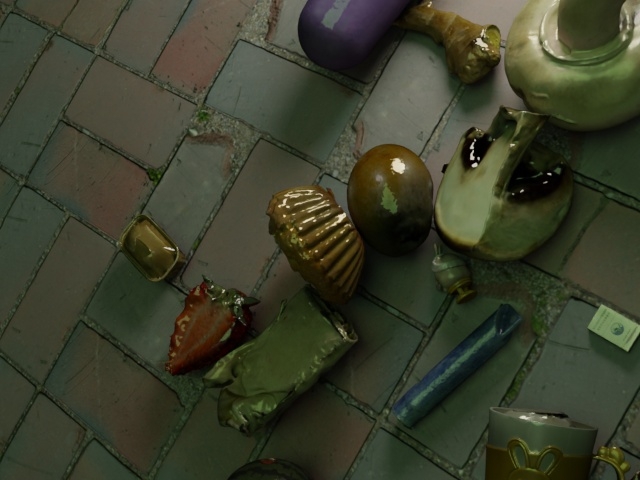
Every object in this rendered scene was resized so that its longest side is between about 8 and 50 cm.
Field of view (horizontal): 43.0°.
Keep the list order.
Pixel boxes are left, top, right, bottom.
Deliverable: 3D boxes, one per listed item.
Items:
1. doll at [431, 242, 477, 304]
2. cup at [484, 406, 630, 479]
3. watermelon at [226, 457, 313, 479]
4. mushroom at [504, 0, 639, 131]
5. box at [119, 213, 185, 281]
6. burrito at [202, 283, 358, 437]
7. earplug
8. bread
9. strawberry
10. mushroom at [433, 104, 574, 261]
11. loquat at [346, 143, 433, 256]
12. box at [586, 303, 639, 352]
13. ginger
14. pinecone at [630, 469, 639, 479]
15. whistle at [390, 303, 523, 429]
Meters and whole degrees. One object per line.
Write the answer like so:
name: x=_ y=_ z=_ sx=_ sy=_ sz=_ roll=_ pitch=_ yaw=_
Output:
doll: x=0.251 y=0.067 z=1.601 sx=0.084 sy=0.073 sz=0.127 roll=-50 pitch=59 yaw=42
cup: x=0.393 y=0.406 z=1.381 sx=0.241 sy=0.185 sz=0.226 roll=8 pitch=85 yaw=24
watermelon: x=-0.101 y=0.524 z=1.563 sx=0.212 sy=0.212 sz=0.212 roll=-7 pitch=73 yaw=23
mushroom: x=0.517 y=-0.381 z=1.499 sx=0.315 sy=0.315 sz=0.356 roll=54 pitch=135 yaw=26
box: x=-0.392 y=0.019 z=1.891 sx=0.177 sy=0.111 sz=0.111 roll=41 pitch=95 yaw=28
burrito: x=-0.078 y=0.254 z=1.663 sx=0.332 sy=0.135 sz=0.190 roll=-44 pitch=59 yaw=10
earplug: x=0.115 y=-0.568 z=1.732 sx=0.215 sy=0.215 sz=0.456 roll=33 pitch=87 yaw=28
bread: x=0.000 y=0.000 z=1.623 sx=0.149 sy=0.274 sz=0.274 roll=-35 pitch=64 yaw=4
strawberry: x=-0.233 y=0.208 z=1.771 sx=0.174 sy=0.098 sz=0.228 roll=24 pitch=90 yaw=29
mushroom: x=0.352 y=-0.105 z=1.574 sx=0.217 sy=0.211 sz=0.292 roll=-164 pitch=83 yaw=-71
loquat: x=0.142 y=-0.079 z=1.632 sx=0.179 sy=0.179 sz=0.228 roll=-9 pitch=70 yaw=23
box: x=0.533 y=0.159 z=1.466 sx=0.083 sy=0.024 sz=0.054 roll=33 pitch=89 yaw=29
ginger: x=0.268 y=-0.427 z=1.723 sx=0.294 sy=0.086 sz=0.131 roll=37 pitch=105 yaw=36
pinecone: x=0.580 y=0.441 z=1.264 sx=0.221 sy=0.221 sz=0.222 roll=-7 pitch=73 yaw=23
whistle: x=0.263 y=0.241 z=1.550 sx=0.304 sy=0.062 sz=0.062 roll=-44 pitch=63 yaw=8
